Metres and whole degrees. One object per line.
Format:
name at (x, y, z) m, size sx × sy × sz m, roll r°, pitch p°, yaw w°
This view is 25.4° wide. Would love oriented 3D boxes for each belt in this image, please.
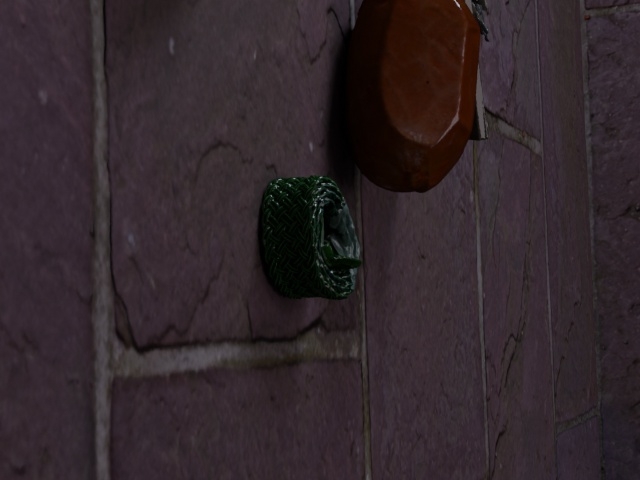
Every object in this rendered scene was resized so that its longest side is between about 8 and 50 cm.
belt at (0.000, 0.000, 1.425) m, size 0.151 × 0.079 × 0.121 m, roll 56°, pitch 35°, yaw -58°

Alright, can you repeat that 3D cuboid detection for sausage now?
sausage at (0.104, -0.179, 1.646) m, size 0.141 × 0.153 × 0.268 m, roll 107°, pitch -11°, yaw -68°

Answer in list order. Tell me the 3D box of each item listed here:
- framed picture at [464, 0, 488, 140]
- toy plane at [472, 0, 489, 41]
framed picture at (0.144, -0.256, 1.790) m, size 0.023 × 0.189 × 0.260 m, roll -12°, pitch 102°, yaw -26°
toy plane at (0.198, -0.421, 2.073) m, size 0.192 × 0.088 × 0.262 m, roll -119°, pitch -167°, yaw -66°
